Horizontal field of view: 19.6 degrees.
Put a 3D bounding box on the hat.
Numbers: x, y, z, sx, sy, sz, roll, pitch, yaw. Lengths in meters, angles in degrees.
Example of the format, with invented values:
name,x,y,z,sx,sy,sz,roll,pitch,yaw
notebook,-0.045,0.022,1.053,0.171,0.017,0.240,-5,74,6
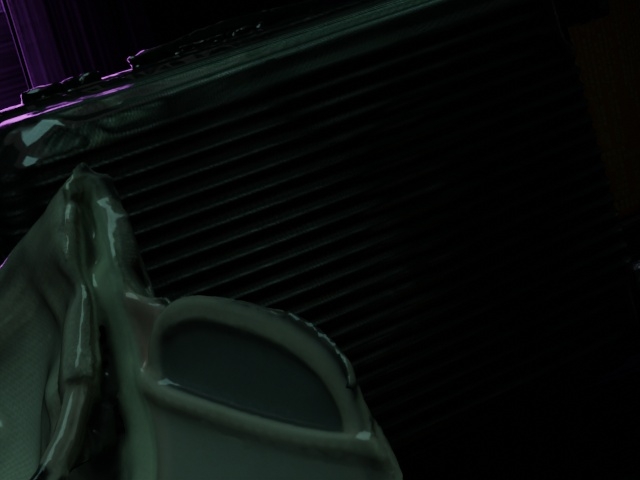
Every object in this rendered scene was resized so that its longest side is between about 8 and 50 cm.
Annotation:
name,x,y,z,sx,sy,sz,roll,pitch,yaw
hat,-0.083,0.107,0.594,0.219,0.226,0.164,-45,-18,-27

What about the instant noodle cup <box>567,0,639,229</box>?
name,x,y,z,sx,sy,sz,roll,pitch,yaw
instant noodle cup,0.127,-0.091,1.166,0.216,0.172,0.216,-15,10,3

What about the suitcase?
name,x,y,z,sx,sy,sz,roll,pitch,yaw
suitcase,0.000,0.000,0.793,0.312,0.202,0.128,-20,11,-27
